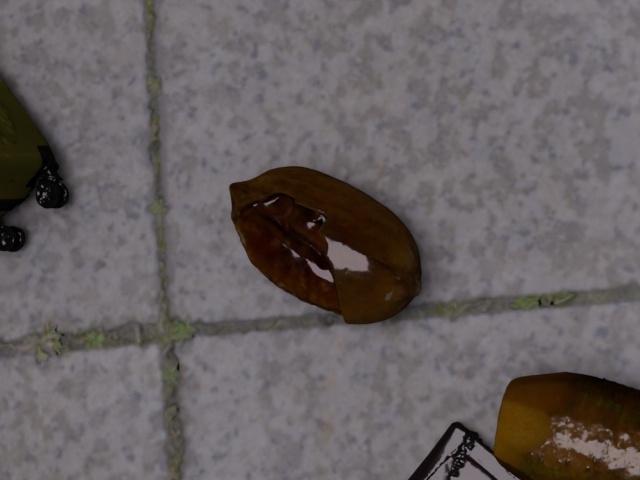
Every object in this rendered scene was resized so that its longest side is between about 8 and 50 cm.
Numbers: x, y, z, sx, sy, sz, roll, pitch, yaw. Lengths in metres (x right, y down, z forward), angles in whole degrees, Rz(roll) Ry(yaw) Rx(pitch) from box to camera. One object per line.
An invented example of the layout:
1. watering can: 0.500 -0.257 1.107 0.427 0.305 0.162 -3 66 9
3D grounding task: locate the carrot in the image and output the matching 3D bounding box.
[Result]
1. carrot: 0.298 0.189 1.593 0.302 0.114 0.114 13 89 15

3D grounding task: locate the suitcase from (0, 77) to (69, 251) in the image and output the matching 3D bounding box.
1. suitcase: -0.378 -0.095 1.784 0.143 0.194 0.235 -43 74 19

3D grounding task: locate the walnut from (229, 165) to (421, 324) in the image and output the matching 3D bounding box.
1. walnut: 0.000 0.000 1.705 0.207 0.116 0.116 33 94 17

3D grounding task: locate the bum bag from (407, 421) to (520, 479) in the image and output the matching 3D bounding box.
1. bum bag: 0.148 0.250 1.681 0.159 0.026 0.109 41 97 11
